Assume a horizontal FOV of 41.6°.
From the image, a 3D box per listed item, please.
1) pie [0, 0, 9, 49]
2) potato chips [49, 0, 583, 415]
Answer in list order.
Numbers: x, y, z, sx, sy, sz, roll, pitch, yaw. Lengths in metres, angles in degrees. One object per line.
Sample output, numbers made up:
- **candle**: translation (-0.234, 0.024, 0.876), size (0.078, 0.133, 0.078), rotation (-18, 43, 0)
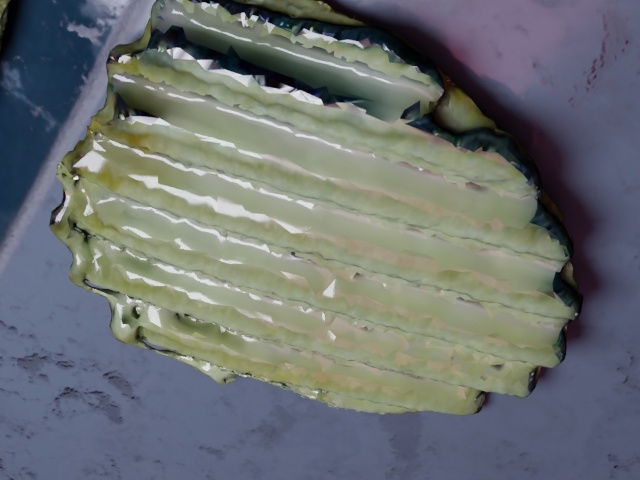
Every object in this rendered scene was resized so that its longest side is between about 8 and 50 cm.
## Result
- **pie**: translation (-0.376, -0.197, 0.611), size (0.323, 0.070, 0.323), rotation (5, 120, 9)
- **potato chips**: translation (0.000, 0.000, 0.664), size (0.430, 0.070, 0.358), rotation (17, 124, 1)
